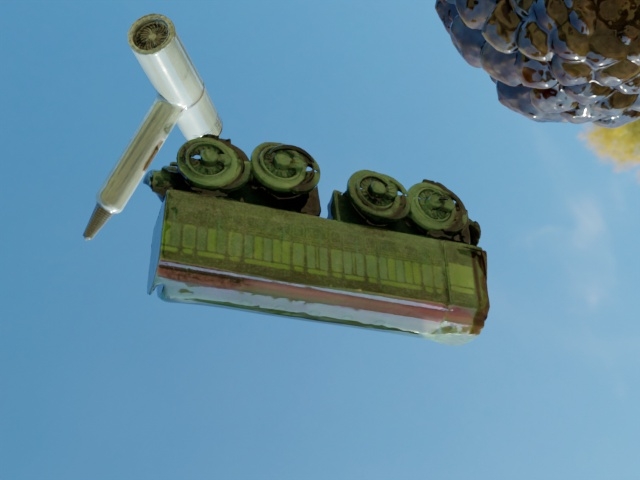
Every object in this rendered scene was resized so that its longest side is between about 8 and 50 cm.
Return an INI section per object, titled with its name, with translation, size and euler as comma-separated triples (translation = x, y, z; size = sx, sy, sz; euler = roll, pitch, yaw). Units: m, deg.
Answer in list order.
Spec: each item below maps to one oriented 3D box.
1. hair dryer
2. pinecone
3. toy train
[hair dryer]
translation = -0.162, -0.080, 0.715
size = 0.044, 0.155, 0.183
euler = 28, -106, 21
[pinecone]
translation = 0.170, -0.164, 0.552
size = 0.204, 0.179, 0.184
euler = -60, -55, -81
[toy train]
translation = 0.000, 0.000, 0.341
size = 0.148, 0.038, 0.071
euler = 10, -116, -17
